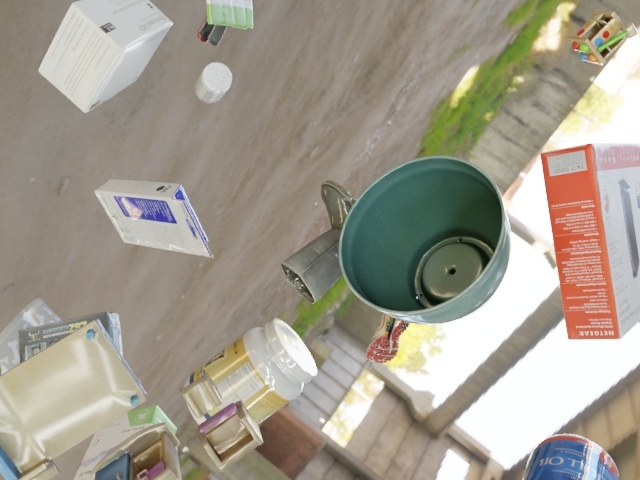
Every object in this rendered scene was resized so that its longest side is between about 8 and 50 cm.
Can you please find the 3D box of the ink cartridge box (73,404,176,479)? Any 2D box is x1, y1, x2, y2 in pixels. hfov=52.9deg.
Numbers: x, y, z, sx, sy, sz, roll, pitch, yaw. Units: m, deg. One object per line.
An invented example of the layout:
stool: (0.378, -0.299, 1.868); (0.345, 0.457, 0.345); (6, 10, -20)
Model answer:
ink cartridge box: (-0.555, 0.643, 1.773); (0.207, 0.119, 0.353); (-17, -148, 16)

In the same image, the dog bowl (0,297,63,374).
dog bowl: (-0.792, 0.319, 1.661); (0.348, 0.102, 0.349); (-53, -172, 10)

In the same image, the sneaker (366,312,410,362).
sneaker: (0.208, 0.280, 1.955); (0.092, 0.088, 0.225); (-87, -157, -64)

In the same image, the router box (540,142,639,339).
router box: (0.493, -0.013, 1.108); (0.082, 0.301, 0.335); (-8, -178, 38)

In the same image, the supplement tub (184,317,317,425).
supplement tub: (-0.190, 0.383, 1.776); (0.316, 0.228, 0.228); (-37, 174, 7)

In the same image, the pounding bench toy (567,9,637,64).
pounding bench toy: (0.425, -0.301, 0.968); (0.065, 0.052, 0.083); (-46, -157, 9)

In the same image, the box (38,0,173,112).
box: (-0.406, -0.369, 1.226); (0.182, 0.119, 0.181); (-41, -168, 37)

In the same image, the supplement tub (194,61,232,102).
supplement tub: (-0.252, -0.369, 1.511); (0.071, 0.071, 0.107); (-51, -165, -17)

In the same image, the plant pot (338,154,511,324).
plant pot: (0.206, 0.027, 1.135); (0.293, 0.293, 0.196); (-53, 138, -4)

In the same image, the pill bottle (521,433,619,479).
pill bottle: (0.312, 0.358, 0.830); (0.124, 0.124, 0.221); (-58, 166, 28)

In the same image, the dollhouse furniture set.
dollhouse furniture set: (-0.293, 0.219, 0.914); (0.286, 0.303, 0.198); (-33, -168, -11)

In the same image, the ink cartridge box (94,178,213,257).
ink cartridge box: (-0.379, -0.056, 1.516); (0.065, 0.333, 0.165); (-48, 132, -36)

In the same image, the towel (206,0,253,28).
towel: (-0.151, -0.417, 1.020); (0.113, 0.023, 0.152); (-21, 112, -56)

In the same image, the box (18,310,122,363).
box: (-0.574, 0.275, 1.481); (0.233, 0.183, 0.059); (-13, 165, 8)

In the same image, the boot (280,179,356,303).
boot: (0.000, -0.002, 1.297); (0.208, 0.189, 0.076); (-36, 171, -21)

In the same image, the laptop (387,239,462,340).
laptop: (0.256, 0.087, 1.514); (0.264, 0.136, 0.234); (-16, -137, 30)

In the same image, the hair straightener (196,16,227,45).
hair straightener: (-0.202, -0.566, 1.549); (0.230, 0.089, 0.047); (-56, 148, -5)
